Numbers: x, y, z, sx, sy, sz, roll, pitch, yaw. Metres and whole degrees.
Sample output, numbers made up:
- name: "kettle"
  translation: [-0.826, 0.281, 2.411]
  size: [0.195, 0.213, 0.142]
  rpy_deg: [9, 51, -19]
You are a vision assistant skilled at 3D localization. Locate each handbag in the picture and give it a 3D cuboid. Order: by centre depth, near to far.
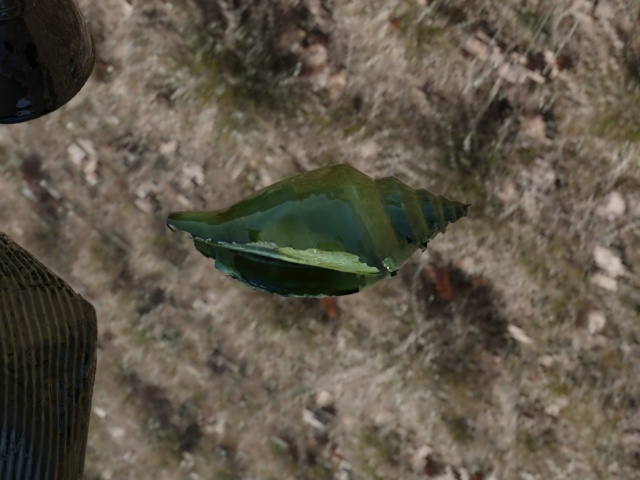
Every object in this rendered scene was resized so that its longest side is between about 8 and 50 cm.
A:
- name: "handbag"
  translation: [-0.334, 0.164, 1.090]
  size: [0.247, 0.240, 0.340]
  rpy_deg: [29, 116, 50]

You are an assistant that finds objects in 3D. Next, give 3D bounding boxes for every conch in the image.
- name: "conch"
  translation: [0.002, -0.004, 0.939]
  size: [0.201, 0.079, 0.095]
  rpy_deg: [-12, 122, 26]

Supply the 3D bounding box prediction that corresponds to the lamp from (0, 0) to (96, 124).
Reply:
- name: "lamp"
  translation: [-0.259, -0.226, 1.090]
  size: [0.147, 0.172, 0.227]
  rpy_deg: [20, 145, 12]
